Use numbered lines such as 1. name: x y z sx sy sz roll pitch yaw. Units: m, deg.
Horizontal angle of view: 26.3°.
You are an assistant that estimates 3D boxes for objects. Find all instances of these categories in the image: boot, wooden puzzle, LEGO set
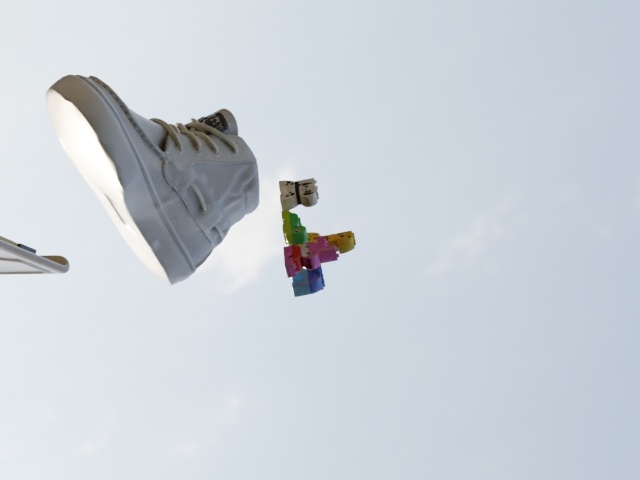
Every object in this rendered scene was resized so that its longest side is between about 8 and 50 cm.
1. boot: -0.126 -0.074 1.110 0.123 0.258 0.095 -43 -119 -15
2. wooden puzzle: -0.444 0.014 1.639 0.221 0.239 0.044 -1 -96 12
3. LEGO set: 0.000 0.000 1.865 0.093 0.087 0.227 -11 -148 2
